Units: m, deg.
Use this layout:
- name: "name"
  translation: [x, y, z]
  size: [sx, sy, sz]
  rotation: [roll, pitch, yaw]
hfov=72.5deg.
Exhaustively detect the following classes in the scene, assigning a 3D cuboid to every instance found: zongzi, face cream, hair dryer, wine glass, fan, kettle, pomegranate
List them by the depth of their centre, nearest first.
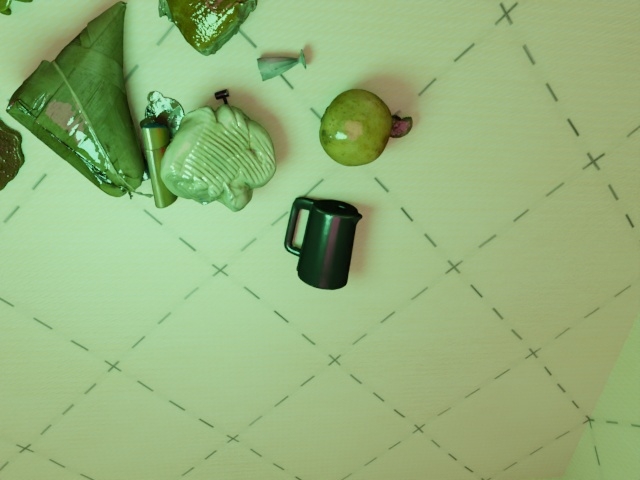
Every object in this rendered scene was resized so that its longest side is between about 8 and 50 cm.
- name: "zongzi"
  translation: [-0.607, -0.388, 1.370]
  size: [0.467, 0.218, 0.500]
  rotation: [-40, 121, 2]
- name: "wine glass"
  translation: [-0.128, -0.580, 1.435]
  size: [0.154, 0.073, 0.073]
  rotation: [-16, 118, -1]
- name: "pomegranate"
  translation: [0.117, -0.379, 1.471]
  size: [0.260, 0.260, 0.261]
  rotation: [-3, 117, -5]
- name: "hair dryer"
  translation: [-0.327, -0.472, 1.495]
  size: [0.047, 0.026, 0.083]
  rotation: [-15, 125, 4]
- name: "face cream"
  translation: [-0.550, -0.265, 1.505]
  size: [0.067, 0.139, 0.285]
  rotation: [3, 119, 4]
- name: "fan"
  translation: [-0.501, -0.410, 1.513]
  size: [0.226, 0.008, 0.153]
  rotation: [19, 114, -14]
- name: "kettle"
  translation: [0.012, -0.001, 1.706]
  size: [0.203, 0.262, 0.308]
  rotation: [-12, 121, -41]

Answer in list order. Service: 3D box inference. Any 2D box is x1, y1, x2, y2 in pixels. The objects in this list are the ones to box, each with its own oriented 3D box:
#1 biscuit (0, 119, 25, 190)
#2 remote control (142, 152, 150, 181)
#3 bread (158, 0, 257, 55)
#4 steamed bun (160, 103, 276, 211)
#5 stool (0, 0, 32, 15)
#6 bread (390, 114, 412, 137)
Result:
- name: "biscuit"
  translation: [-1.145, -0.308, 1.471]
  size: [0.257, 0.049, 0.273]
  rotation: [32, 111, -23]
- name: "remote control"
  translation: [-0.702, -0.373, 1.491]
  size: [0.107, 0.044, 0.378]
  rotation: [-18, 118, -2]
- name: "bread"
  translation: [-0.337, -0.702, 1.262]
  size: [0.279, 0.225, 0.250]
  rotation: [-35, 110, 24]
- name: "steamed bun"
  translation: [-0.345, -0.275, 1.475]
  size: [0.339, 0.247, 0.352]
  rotation: [32, 86, -31]
- name: "stool"
  translation: [-0.920, -0.717, 1.253]
  size: [0.134, 0.110, 0.134]
  rotation: [14, 116, -14]
- name: "bread"
  translation: [0.271, -0.411, 1.570]
  size: [0.113, 0.060, 0.082]
  rotation: [7, 116, -8]
